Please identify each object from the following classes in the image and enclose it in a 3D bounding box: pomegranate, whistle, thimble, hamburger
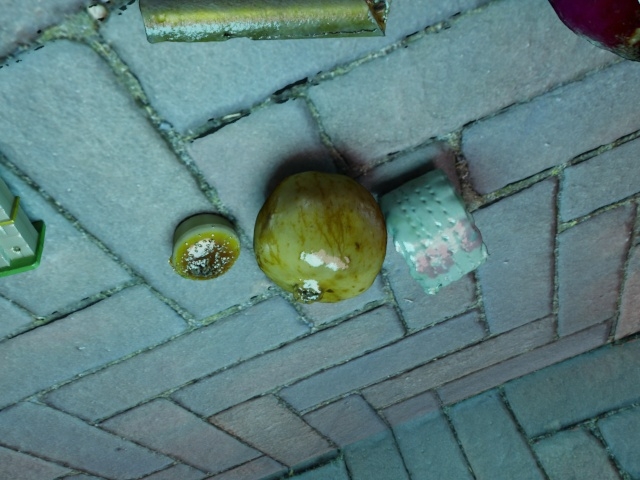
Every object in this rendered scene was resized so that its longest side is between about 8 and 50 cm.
[{"bbox_3d":[0.000,0.000,0.880,0.248,0.248,0.248,-11,139,-9],"label":"pomegranate"},{"bbox_3d":[-0.061,-0.292,0.658,0.326,0.057,0.068,-7,139,-14],"label":"whistle"},{"bbox_3d":[0.212,-0.015,0.963,0.149,0.211,0.185,-28,169,8],"label":"thimble"},{"bbox_3d":[-0.212,0.020,0.934,0.141,0.081,0.126,-38,137,19],"label":"hamburger"}]

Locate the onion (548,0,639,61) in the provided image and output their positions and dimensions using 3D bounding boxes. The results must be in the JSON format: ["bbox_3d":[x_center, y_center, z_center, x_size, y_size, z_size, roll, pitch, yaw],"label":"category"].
[{"bbox_3d":[0.432,-0.366,0.613,0.347,0.348,0.385,-29,173,12],"label":"onion"}]

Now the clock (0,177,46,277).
[{"bbox_3d":[-0.555,-0.054,0.711,0.219,0.106,0.255,-14,135,-8],"label":"clock"}]
